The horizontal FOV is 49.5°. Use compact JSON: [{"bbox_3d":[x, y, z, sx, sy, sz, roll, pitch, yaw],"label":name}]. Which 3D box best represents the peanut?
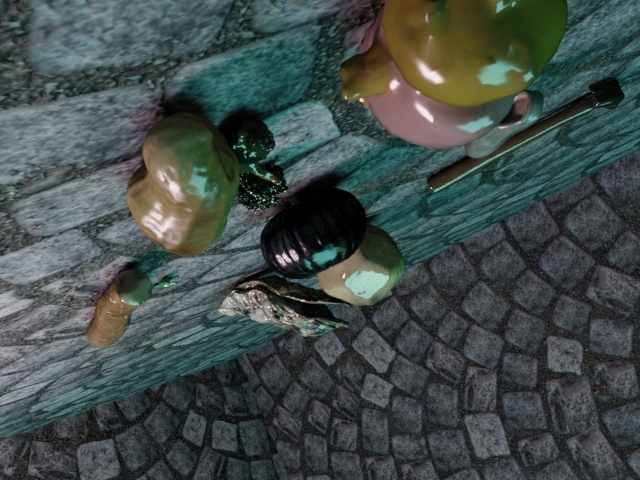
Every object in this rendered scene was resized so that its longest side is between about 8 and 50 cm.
[{"bbox_3d":[-0.152,-0.060,0.763,0.110,0.120,0.236,-52,175,-24],"label":"peanut"}]

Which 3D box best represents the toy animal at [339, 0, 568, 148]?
[{"bbox_3d":[0.114,-0.175,0.601,0.195,0.169,0.281,-26,171,-6],"label":"toy animal"}]

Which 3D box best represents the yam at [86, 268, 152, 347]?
[{"bbox_3d":[-0.380,0.132,1.303,0.081,0.081,0.357,-18,170,-31],"label":"yam"}]

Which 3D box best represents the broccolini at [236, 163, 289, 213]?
[{"bbox_3d":[-0.081,-0.061,1.051,0.074,0.058,0.201,-17,169,-2],"label":"broccolini"}]

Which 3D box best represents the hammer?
[{"bbox_3d":[0.431,-0.214,1.484,0.440,0.044,0.168,-28,170,18],"label":"hammer"}]

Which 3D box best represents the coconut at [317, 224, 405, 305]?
[{"bbox_3d":[0.097,0.066,1.730,0.224,0.224,0.224,-23,170,-4],"label":"coconut"}]

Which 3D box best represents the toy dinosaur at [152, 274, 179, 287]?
[{"bbox_3d":[-0.313,0.084,1.374,0.062,0.021,0.083,-13,173,12],"label":"toy dinosaur"}]

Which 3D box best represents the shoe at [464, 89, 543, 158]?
[{"bbox_3d":[0.292,-0.206,1.183,0.078,0.079,0.195,20,160,-21],"label":"shoe"}]

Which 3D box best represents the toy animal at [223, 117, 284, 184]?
[{"bbox_3d":[-0.099,-0.088,0.862,0.086,0.069,0.220,5,152,-24],"label":"toy animal"}]

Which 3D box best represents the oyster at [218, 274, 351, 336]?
[{"bbox_3d":[-0.093,0.165,1.780,0.351,0.158,0.162,3,157,9],"label":"oyster"}]

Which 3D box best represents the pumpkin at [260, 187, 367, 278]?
[{"bbox_3d":[-0.014,-0.016,1.213,0.202,0.140,0.202,-30,-176,2],"label":"pumpkin"}]
